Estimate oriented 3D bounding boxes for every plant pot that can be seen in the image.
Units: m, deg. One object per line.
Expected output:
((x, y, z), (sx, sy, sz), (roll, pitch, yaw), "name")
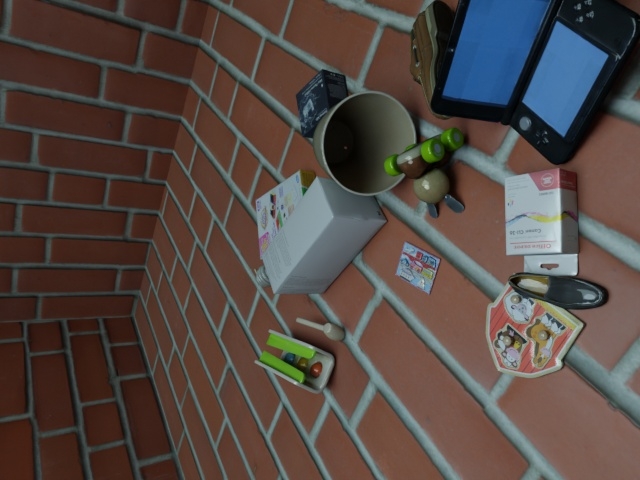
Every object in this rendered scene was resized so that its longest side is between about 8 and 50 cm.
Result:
((0.080, -0.267, 1.321), (0.274, 0.256, 0.256), (-146, 65, -67), "plant pot")

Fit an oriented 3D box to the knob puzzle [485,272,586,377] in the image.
((0.406, 0.192, 0.983), (0.213, 0.030, 0.213), (-6, 83, 54), "knob puzzle")

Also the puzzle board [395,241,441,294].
((0.245, 0.069, 1.233), (0.128, 0.011, 0.096), (32, 113, 51), "puzzle board")

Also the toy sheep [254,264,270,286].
((-0.192, 0.123, 1.774), (0.132, 0.091, 0.091), (-39, 57, 39), "toy sheep")

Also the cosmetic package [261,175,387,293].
((0.000, 0.000, 1.423), (0.365, 0.197, 0.155), (-52, 47, 36), "cosmetic package")

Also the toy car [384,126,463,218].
((0.271, -0.146, 1.152), (0.155, 0.149, 0.188), (-13, 105, 57), "toy car")

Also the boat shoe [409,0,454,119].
((0.276, -0.415, 1.162), (0.104, 0.110, 0.307), (-26, 57, 55), "boat shoe")

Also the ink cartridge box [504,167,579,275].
((0.427, -0.030, 0.939), (0.115, 0.067, 0.198), (-7, 82, 53), "ink cartridge box")

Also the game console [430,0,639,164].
((0.364, -0.303, 0.880), (0.293, 0.173, 0.250), (95, 153, -49), "game console")

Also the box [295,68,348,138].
((0.008, -0.427, 1.535), (0.156, 0.093, 0.158), (-28, 66, 50), "box")

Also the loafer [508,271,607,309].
((0.438, 0.094, 0.907), (0.170, 0.061, 0.062), (4, 84, 43), "loafer")

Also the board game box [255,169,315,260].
((-0.120, -0.079, 1.707), (0.316, 0.064, 0.242), (-23, 69, 51), "board game box")

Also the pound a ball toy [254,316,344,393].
((-0.050, 0.354, 1.547), (0.319, 0.135, 0.208), (3, 64, 54), "pound a ball toy")
